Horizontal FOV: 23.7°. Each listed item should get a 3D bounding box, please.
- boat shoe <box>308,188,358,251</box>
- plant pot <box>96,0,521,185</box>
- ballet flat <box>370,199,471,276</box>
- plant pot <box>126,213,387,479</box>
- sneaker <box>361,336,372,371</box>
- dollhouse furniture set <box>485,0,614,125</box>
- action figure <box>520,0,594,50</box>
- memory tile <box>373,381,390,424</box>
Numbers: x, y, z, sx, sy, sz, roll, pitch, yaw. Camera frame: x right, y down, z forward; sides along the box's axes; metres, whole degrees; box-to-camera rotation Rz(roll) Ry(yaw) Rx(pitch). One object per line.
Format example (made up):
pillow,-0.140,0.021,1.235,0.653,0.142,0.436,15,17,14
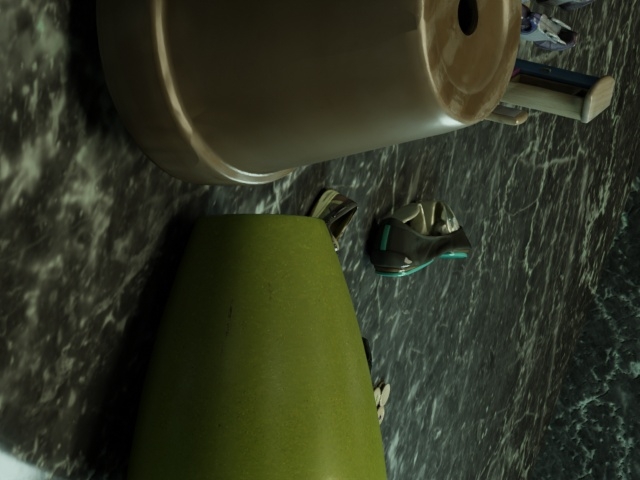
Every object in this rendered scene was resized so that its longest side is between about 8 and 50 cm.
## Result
boat shoe,0.000,0.000,1.900,0.152,0.049,0.056,-63,157,-27
plant pot,0.014,-0.200,1.345,0.323,0.280,0.323,-13,106,-57
ballet flat,0.156,-0.009,2.236,0.280,0.095,0.096,-13,105,-66
plant pot,-0.063,0.123,1.588,0.275,0.275,0.293,12,79,-69
sneaker,0.011,0.186,2.030,0.232,0.081,0.090,-24,124,-72
dollhouse furniture set,0.340,-0.347,2.308,0.286,0.198,0.303,-34,135,-60
action figure,0.259,-0.359,2.134,0.285,0.099,0.185,16,91,-38
memory tile,0.071,0.294,2.335,0.113,0.012,0.148,-12,115,-67
